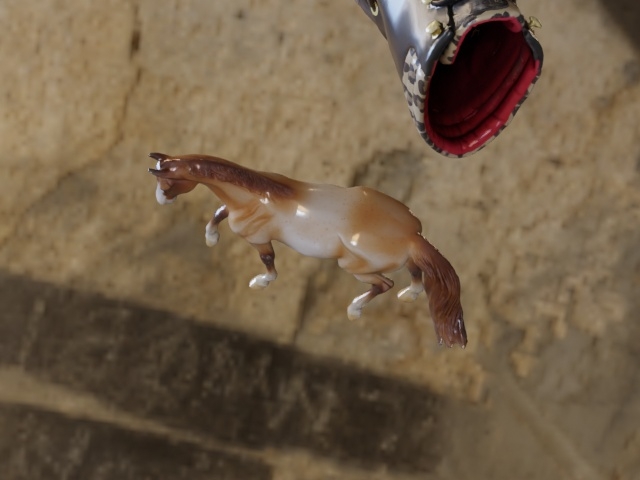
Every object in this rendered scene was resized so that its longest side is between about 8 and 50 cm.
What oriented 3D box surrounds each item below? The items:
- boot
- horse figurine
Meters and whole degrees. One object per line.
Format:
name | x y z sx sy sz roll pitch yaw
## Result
boot | 0.122 -0.289 1.520 0.138 0.377 0.284 -3 -131 -19
horse figurine | 0.000 0.000 1.260 0.263 0.174 0.066 18 -117 5
